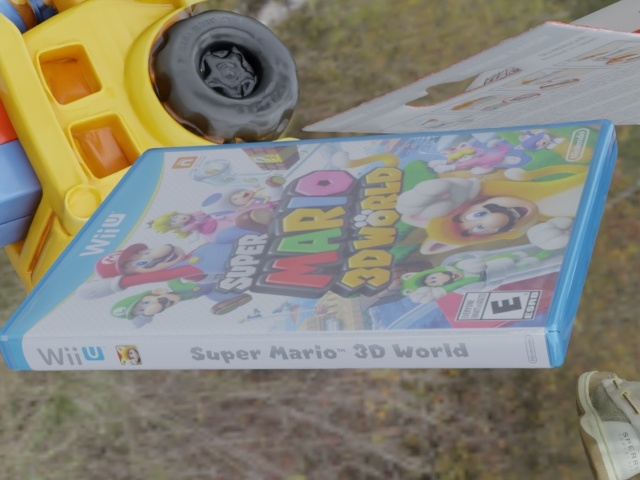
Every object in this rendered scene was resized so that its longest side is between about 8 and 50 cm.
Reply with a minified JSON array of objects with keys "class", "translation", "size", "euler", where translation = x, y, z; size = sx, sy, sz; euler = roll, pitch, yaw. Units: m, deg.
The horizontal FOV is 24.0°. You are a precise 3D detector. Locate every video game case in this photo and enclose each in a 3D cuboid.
[{"class":"video game case","translation":[0.000,0.000,0.459],"size":[0.119,0.166,0.015],"euler":[-62,144,-53]}]

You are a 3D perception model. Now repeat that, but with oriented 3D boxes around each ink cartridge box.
[{"class":"ink cartridge box","translation":[0.217,-0.158,1.157],"size":[0.385,0.308,0.091],"euler":[-4,83,-33]}]

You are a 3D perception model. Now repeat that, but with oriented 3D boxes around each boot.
[{"class":"boot","translation":[0.313,0.147,1.330],"size":[0.213,0.165,0.077],"euler":[-47,117,-77]}]

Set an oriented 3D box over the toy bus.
[{"class":"toy bus","translation":[-0.143,-0.074,0.797],"size":[0.211,0.149,0.220],"euler":[-18,71,-28]}]
